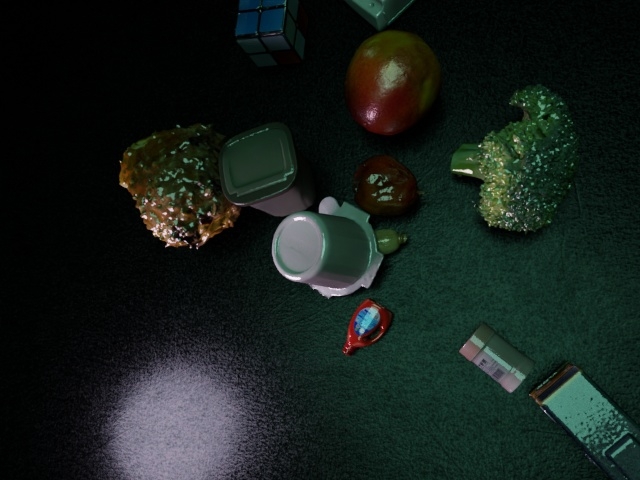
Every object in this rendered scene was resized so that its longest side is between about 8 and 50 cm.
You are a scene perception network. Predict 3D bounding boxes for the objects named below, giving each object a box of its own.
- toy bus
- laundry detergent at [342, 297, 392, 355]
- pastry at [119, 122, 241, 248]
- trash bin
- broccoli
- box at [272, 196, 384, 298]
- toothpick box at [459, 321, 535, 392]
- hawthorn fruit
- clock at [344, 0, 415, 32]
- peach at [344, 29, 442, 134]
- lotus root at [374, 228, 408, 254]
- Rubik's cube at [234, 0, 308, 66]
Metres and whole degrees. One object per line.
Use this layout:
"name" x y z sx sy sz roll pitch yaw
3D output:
"toy bus" 0.614 0.413 1.059 0.138 0.167 0.275 -43 71 6
"laundry detergent" 0.121 0.245 1.318 0.097 0.049 0.165 33 93 17
"pastry" -0.389 -0.179 1.446 0.337 0.292 0.405 -40 59 -3
"trash bin" -0.132 -0.184 1.374 0.220 0.250 0.219 -15 74 15
"broccoli" 0.476 -0.212 1.183 0.302 0.249 0.374 13 89 17
"box" 0.000 0.000 1.288 0.263 0.206 0.291 -18 74 31
"toothpick box" 0.429 0.284 1.180 0.149 0.098 0.098 39 93 20
"hawthorn fruit" 0.175 -0.144 1.317 0.173 0.173 0.179 -46 69 5
"clock" 0.198 -0.807 1.463 0.262 0.116 0.231 -41 70 6
"peach" 0.191 -0.431 1.325 0.281 0.238 0.280 2 102 9
"lotus root" 0.170 0.006 1.337 0.151 0.062 0.072 -12 74 22
"Rubik's cube" -0.148 -0.670 1.513 0.167 0.180 0.183 3 78 19
